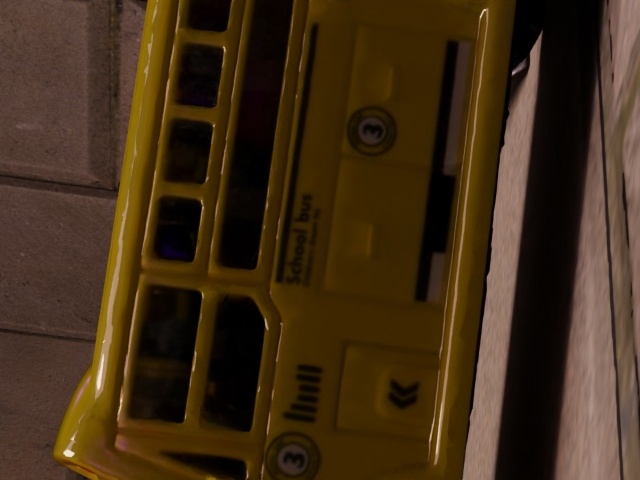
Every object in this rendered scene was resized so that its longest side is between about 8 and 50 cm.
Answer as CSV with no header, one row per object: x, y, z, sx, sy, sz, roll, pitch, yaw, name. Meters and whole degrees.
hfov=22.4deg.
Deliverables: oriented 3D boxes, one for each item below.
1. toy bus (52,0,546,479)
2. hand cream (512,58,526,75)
0.000,0.000,0.543,0.145,0.151,0.331,114,165,-80,toy bus
0.010,-0.053,0.729,0.209,0.043,0.067,-29,35,34,hand cream
